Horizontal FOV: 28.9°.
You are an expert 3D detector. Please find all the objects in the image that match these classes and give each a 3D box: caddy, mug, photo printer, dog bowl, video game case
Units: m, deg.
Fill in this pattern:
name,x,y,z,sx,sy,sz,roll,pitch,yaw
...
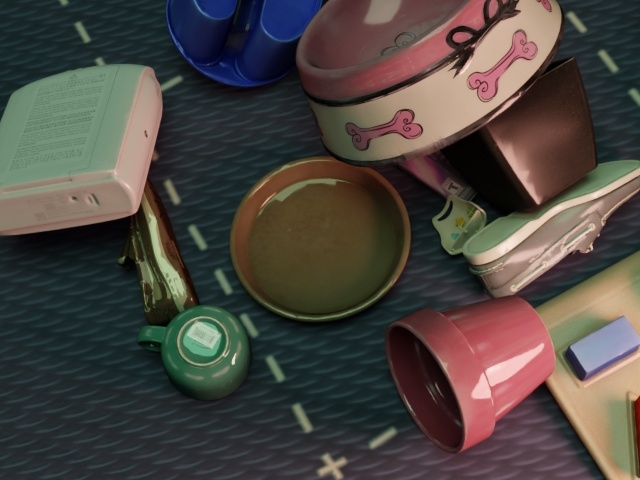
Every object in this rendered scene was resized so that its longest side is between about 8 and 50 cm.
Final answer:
name,x,y,z,sx,sy,sz,roll,pitch,yaw
caddy,-0.116,-0.419,2.035,0.241,0.179,0.341,17,68,-10
mug,-0.180,0.162,1.801,0.158,0.097,0.129,-17,70,-7
photo printer,-0.381,-0.154,1.926,0.256,0.107,0.307,-9,43,13
dog bowl,0.142,-0.297,1.827,0.408,0.150,0.408,-26,31,17
video game case,0.179,-0.191,1.979,0.274,0.026,0.196,37,73,19

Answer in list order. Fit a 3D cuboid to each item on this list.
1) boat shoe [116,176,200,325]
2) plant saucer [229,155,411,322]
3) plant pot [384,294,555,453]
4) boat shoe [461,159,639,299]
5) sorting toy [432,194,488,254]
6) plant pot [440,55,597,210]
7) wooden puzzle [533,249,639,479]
name,x,y,z,sx,sy,sz,roll,pitch,yaw
boat shoe,-0.270,0.011,1.894,0.095,0.095,0.257,-23,65,1
plant saucer,0.000,0.000,1.899,0.278,0.041,0.278,-2,66,5
plant pot,0.215,0.169,1.723,0.180,0.201,0.201,-23,64,-20
boat shoe,0.360,-0.020,1.859,0.319,0.116,0.099,-30,109,-15
sorting toy,0.207,-0.030,1.887,0.075,0.045,0.083,44,107,33
plant pot,0.301,-0.147,1.845,0.187,0.188,0.167,-32,98,-15
wooden puzzle,0.490,0.172,1.746,0.322,0.080,0.348,-28,65,-7
